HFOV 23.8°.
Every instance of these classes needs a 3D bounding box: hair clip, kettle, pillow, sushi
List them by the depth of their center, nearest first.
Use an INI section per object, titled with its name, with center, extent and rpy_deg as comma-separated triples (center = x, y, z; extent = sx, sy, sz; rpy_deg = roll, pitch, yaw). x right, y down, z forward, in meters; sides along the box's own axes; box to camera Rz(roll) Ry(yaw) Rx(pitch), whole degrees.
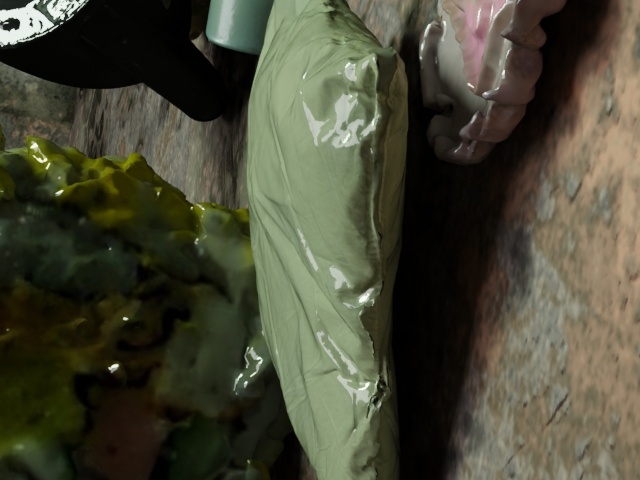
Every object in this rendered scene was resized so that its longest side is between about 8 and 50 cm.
[hair clip]
center = 0.062, -0.166, 0.789
extent = 0.300, 0.069, 0.173
rpy_deg = -117, 31, -46
[pillow]
center = 0.000, -0.002, 0.866
extent = 0.274, 0.076, 0.280
rpy_deg = -114, 22, -68
[sushi]
center = -0.217, 0.087, 1.090
extent = 0.240, 0.397, 0.351
rpy_deg = 149, 134, -71
[kettle]
center = -0.205, -0.217, 1.447
extent = 0.207, 0.268, 0.290
rpy_deg = -45, -22, 4

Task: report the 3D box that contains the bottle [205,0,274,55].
[bottle]
center = -0.027, -0.286, 1.169
extent = 0.082, 0.082, 0.286
rpy_deg = -128, 47, -70

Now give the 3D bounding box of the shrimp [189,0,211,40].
[shrimp]
center = -0.121, -0.353, 1.604
extent = 0.154, 0.062, 0.294
rpy_deg = -92, 15, -53
